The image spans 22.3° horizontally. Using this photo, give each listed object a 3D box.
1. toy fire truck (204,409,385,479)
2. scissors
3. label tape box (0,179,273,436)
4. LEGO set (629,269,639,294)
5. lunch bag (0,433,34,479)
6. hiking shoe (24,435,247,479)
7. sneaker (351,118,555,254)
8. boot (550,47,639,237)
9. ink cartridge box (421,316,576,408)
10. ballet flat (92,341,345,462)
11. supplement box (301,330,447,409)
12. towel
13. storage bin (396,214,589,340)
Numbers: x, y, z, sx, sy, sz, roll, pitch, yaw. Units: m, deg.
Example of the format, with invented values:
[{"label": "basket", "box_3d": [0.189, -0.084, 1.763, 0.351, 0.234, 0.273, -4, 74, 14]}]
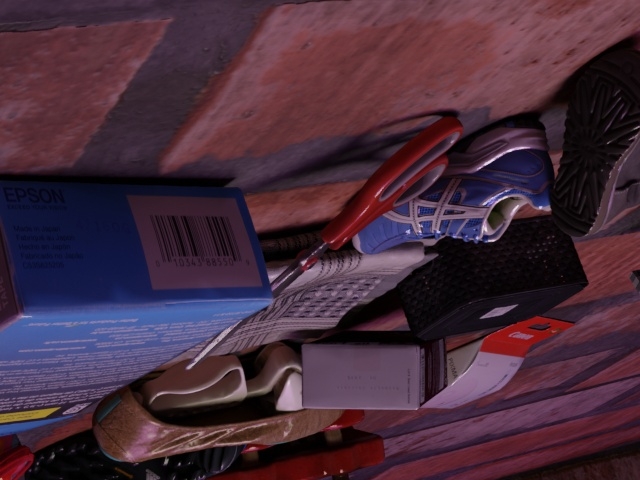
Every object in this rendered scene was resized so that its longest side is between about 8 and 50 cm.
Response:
[{"label": "toy fire truck", "box_3d": [-0.064, 0.320, 2.321, 0.302, 0.169, 0.254, -12, -178, -20]}, {"label": "scissors", "box_3d": [0.000, 0.000, 1.335, 0.297, 0.021, 0.109, -37, 167, -11]}, {"label": "label tape box", "box_3d": [-0.246, 0.070, 1.321, 0.249, 0.115, 0.348, -1, 159, -46]}, {"label": "LEGO set", "box_3d": [0.499, 0.002, 1.829, 0.255, 0.192, 0.331, -16, 148, -17]}, {"label": "lunch bag", "box_3d": [-0.410, 0.263, 1.590, 0.258, 0.120, 0.293, -34, 171, -43]}, {"label": "hiking shoe", "box_3d": [-0.227, 0.290, 2.069, 0.304, 0.113, 0.132, -14, 173, 18]}, {"label": "sneaker", "box_3d": [0.113, -0.030, 1.436, 0.211, 0.081, 0.080, -28, 163, 32]}, {"label": "boot", "box_3d": [0.293, -0.100, 1.400, 0.208, 0.076, 0.189, -19, 141, -38]}, {"label": "ink cartridge box", "box_3d": [0.245, 0.181, 2.354, 0.232, 0.066, 0.189, -21, 164, 24]}, {"label": "ballet flat", "box_3d": [-0.098, 0.174, 1.889, 0.342, 0.116, 0.124, -5, 140, -29]}, {"label": "supplement box", "box_3d": [0.065, 0.143, 1.833, 0.130, 0.073, 0.239, 0, 180, 11]}, {"label": "towel", "box_3d": [-0.057, 0.065, 1.618, 0.324, 0.056, 0.312, -11, 163, -27]}, {"label": "storage bin", "box_3d": [0.182, 0.040, 1.749, 0.180, 0.084, 0.122, -8, 162, -34]}]
